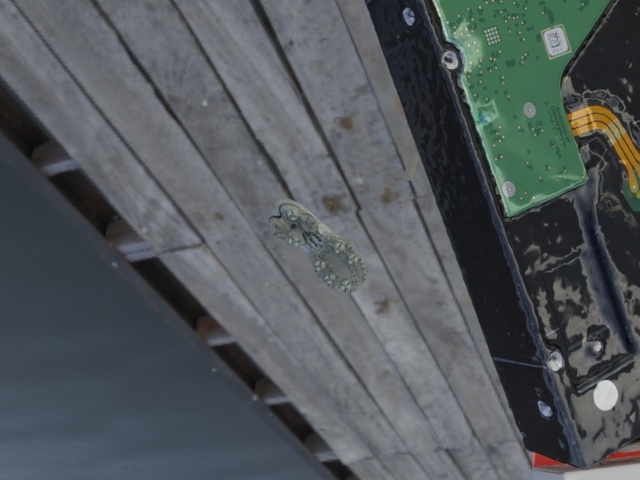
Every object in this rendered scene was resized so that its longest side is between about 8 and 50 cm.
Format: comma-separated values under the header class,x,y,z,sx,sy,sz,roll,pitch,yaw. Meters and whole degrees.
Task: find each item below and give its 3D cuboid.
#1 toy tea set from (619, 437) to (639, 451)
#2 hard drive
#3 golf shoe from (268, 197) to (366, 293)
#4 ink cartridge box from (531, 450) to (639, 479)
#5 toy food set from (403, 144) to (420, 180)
class,x,y,z,sx,sy,sz,roll,pitch,yaw
toy tea set,0.354,0.102,0.739,0.124,0.200,0.336,58,146,-3
hard drive,0.176,-0.066,0.477,0.237,0.338,0.064,-24,-172,-22
golf shoe,0.000,0.000,1.094,0.069,0.086,0.176,-39,112,12
ink cartridge box,0.424,0.328,1.109,0.296,0.261,0.066,6,170,-33
toy food set,0.231,-0.108,1.169,0.192,0.038,0.132,24,139,4
